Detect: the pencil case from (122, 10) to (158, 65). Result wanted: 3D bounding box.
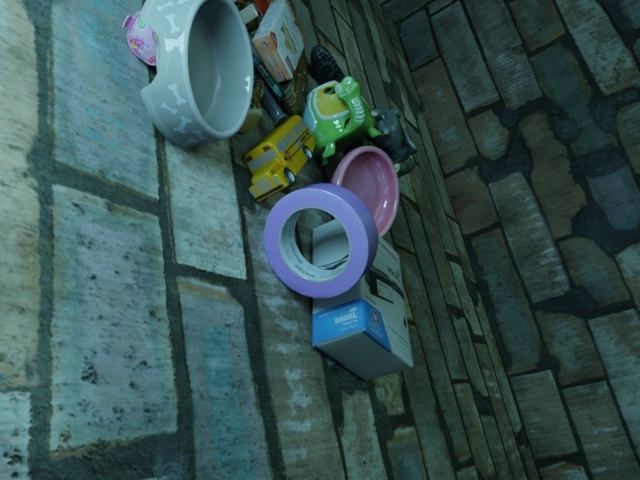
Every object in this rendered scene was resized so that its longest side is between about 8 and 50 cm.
[{"bbox_3d":[-0.335,-0.490,1.223,0.124,0.124,0.284,61,28,-13],"label":"pencil case"}]

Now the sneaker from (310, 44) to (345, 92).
[{"bbox_3d":[0.038,-0.679,2.105,0.286,0.109,0.130,52,22,-46],"label":"sneaker"}]

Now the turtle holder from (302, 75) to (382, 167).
[{"bbox_3d":[0.045,-0.397,1.697,0.228,0.243,0.320,66,12,2],"label":"turtle holder"}]

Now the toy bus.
[{"bbox_3d":[-0.112,-0.235,1.447,0.130,0.108,0.333,57,28,-18],"label":"toy bus"}]

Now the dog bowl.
[{"bbox_3d":[-0.255,-0.379,1.137,0.348,0.102,0.349,6,90,-73],"label":"dog bowl"}]

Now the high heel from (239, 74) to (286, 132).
[{"bbox_3d":[-0.224,-0.394,1.424,0.186,0.093,0.261,53,32,9],"label":"high heel"}]

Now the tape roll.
[{"bbox_3d":[0.000,0.000,1.285,0.275,0.274,0.090,65,27,-4],"label":"tape roll"}]

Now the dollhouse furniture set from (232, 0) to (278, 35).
[{"bbox_3d":[-0.211,-0.809,1.683,0.259,0.135,0.262,64,27,-6],"label":"dollhouse furniture set"}]

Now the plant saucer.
[{"bbox_3d":[0.140,-0.153,1.757,0.332,0.084,0.333,-9,103,-45],"label":"plant saucer"}]

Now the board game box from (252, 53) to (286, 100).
[{"bbox_3d":[-0.167,-0.495,1.549,0.126,0.026,0.186,51,4,-31],"label":"board game box"}]

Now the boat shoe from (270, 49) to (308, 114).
[{"bbox_3d":[-0.099,-0.544,1.736,0.104,0.110,0.308,48,41,-42],"label":"boat shoe"}]

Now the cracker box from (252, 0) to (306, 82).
[{"bbox_3d":[-0.123,-0.629,1.626,0.156,0.067,0.232,58,35,-43],"label":"cracker box"}]

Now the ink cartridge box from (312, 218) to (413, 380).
[{"bbox_3d":[0.117,0.159,1.499,0.285,0.166,0.395,42,35,-41],"label":"ink cartridge box"}]

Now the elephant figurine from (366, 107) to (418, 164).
[{"bbox_3d":[0.273,-0.345,1.860,0.239,0.169,0.186,49,59,-26],"label":"elephant figurine"}]

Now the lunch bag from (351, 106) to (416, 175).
[{"bbox_3d":[0.232,-0.380,2.079,0.305,0.212,0.256,67,20,-3],"label":"lunch bag"}]
